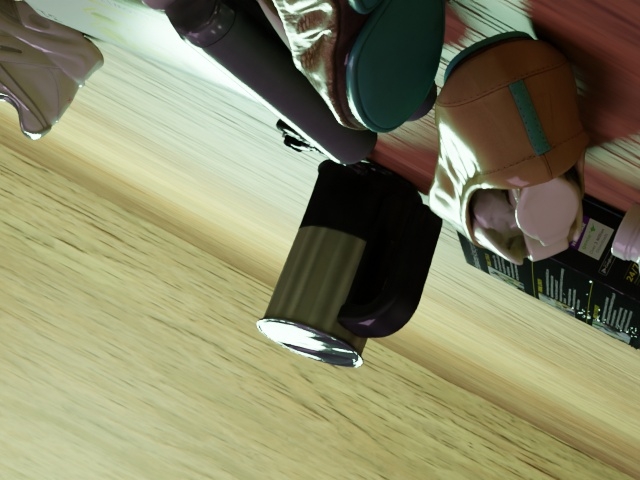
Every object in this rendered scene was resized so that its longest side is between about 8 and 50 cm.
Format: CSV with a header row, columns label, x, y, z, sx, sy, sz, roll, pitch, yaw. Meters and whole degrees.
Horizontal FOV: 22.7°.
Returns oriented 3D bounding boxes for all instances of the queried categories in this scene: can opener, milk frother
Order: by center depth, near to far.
label,x,y,z,sx,sy,sz,roll,pitch,yaw
can opener,-0.036,-0.122,0.689,0.280,0.074,0.093,38,-157,-52
milk frother,0.000,0.000,1.141,0.143,0.134,0.129,28,160,-20

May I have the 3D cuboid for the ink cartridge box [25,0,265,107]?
label,x,y,z,sx,sy,sz,roll,pitch,yaw
ink cartridge box,-0.079,-0.121,0.883,0.171,0.056,0.235,24,171,23

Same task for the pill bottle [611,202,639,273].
label,x,y,z,sx,sy,sz,roll,pitch,yaw
pill bottle,0.195,0.010,0.822,0.083,0.043,0.043,26,174,20

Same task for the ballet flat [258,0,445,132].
label,x,y,z,sx,sy,sz,roll,pitch,yaw
ballet flat,0.005,-0.105,0.607,0.067,0.073,0.206,34,167,16

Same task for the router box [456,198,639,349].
label,x,y,z,sx,sy,sz,roll,pitch,yaw
router box,0.153,0.010,0.993,0.133,0.046,0.179,27,174,12

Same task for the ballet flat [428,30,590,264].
label,x,y,z,sx,sy,sz,roll,pitch,yaw
ballet flat,0.092,-0.024,0.753,0.232,0.080,0.073,51,-166,-74

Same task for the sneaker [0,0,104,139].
label,x,y,z,sx,sy,sz,roll,pitch,yaw
sneaker,-0.288,-0.154,1.214,0.232,0.115,0.090,28,174,-9
